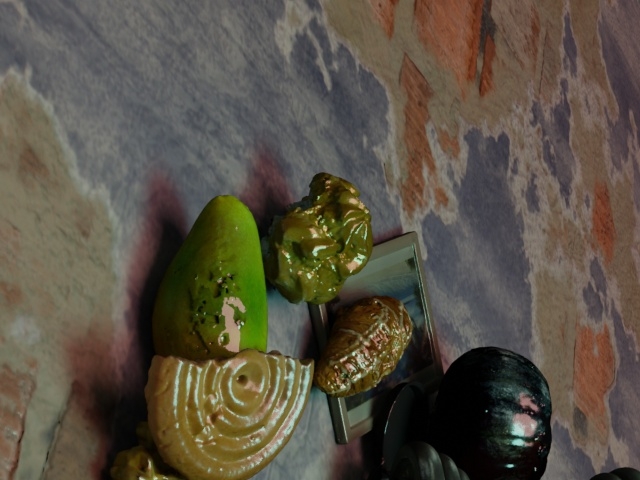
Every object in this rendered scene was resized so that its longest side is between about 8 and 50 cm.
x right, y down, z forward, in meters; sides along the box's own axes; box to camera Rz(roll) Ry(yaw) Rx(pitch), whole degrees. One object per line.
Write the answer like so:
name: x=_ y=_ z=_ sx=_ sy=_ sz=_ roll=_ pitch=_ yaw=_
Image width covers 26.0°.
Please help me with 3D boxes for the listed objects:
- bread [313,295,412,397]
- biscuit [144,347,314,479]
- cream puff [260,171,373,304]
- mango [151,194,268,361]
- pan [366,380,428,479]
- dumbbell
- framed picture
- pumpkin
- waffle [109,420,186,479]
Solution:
bread: x=0.066 y=0.124 z=1.749 sx=0.233 sy=0.076 sz=0.105 roll=-41 pitch=119 yaw=-57
biscuit: x=-0.089 y=0.176 z=1.371 sx=0.224 sy=0.033 sz=0.144 roll=11 pitch=91 yaw=-49
cream puff: x=0.001 y=-0.001 z=1.646 sx=0.121 sy=0.156 sz=0.156 roll=45 pitch=33 yaw=1
mango: x=-0.113 y=0.067 z=1.445 sx=0.125 sy=0.111 sz=0.233 roll=23 pitch=68 yaw=-65
pan: x=0.085 y=0.277 z=1.804 sx=0.235 sy=0.028 sz=0.136 roll=-51 pitch=141 yaw=-48
dumbbell: x=0.248 y=0.355 z=1.733 sx=0.179 sy=0.406 sz=0.179 roll=-172 pitch=-90 yaw=-78
framed picture: x=0.079 y=0.124 z=1.865 sx=0.315 sy=0.024 sz=0.232 roll=-19 pitch=99 yaw=-61
pumpkin: x=0.228 y=0.261 z=1.909 sx=0.233 sy=0.163 sz=0.233 roll=-168 pitch=-90 yaw=-89
waffle: x=-0.136 y=0.308 z=1.387 sx=0.253 sy=0.056 sz=0.249 roll=53 pitch=41 yaw=-38
